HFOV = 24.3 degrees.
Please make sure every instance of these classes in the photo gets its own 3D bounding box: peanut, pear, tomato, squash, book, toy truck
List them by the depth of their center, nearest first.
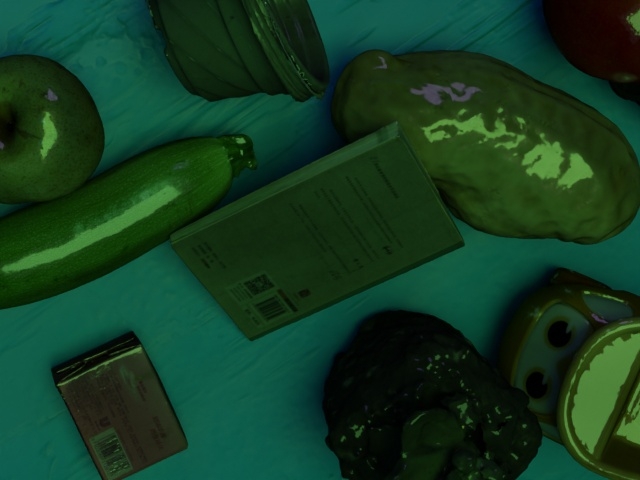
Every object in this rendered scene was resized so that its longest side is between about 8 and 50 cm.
[{"bbox_3d":[-0.314,-0.114,1.564,0.167,0.136,0.167,0,90,3],"label":"pear"},{"bbox_3d":[-0.246,-0.016,1.627,0.395,0.107,0.107,-26,108,-12],"label":"squash"},{"bbox_3d":[0.000,0.000,1.658,0.283,0.025,0.215,-24,136,9],"label":"book"},{"bbox_3d":[0.348,-0.275,1.699,0.195,0.195,0.136,-28,145,-9],"label":"tomato"},{"bbox_3d":[0.192,-0.108,1.707,0.387,0.169,0.192,24,130,-14],"label":"peanut"},{"bbox_3d":[0.358,0.169,1.773,0.288,0.211,0.204,22,97,-4],"label":"toy truck"}]

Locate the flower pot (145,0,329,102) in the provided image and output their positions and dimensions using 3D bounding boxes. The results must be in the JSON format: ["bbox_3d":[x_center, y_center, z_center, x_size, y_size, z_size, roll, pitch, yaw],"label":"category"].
[{"bbox_3d":[-0.094,-0.236,1.582,0.141,0.235,0.235,-21,108,10],"label":"flower pot"}]

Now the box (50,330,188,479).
[{"bbox_3d":[-0.230,0.192,1.703,0.111,0.060,0.156,-24,110,-10],"label":"box"}]

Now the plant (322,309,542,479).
[{"bbox_3d":[0.130,0.220,1.679,0.215,0.312,0.213,43,91,-18],"label":"plant"}]

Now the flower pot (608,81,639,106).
[{"bbox_3d":[0.437,-0.201,1.774,0.107,0.157,0.157,40,89,-33],"label":"flower pot"}]
